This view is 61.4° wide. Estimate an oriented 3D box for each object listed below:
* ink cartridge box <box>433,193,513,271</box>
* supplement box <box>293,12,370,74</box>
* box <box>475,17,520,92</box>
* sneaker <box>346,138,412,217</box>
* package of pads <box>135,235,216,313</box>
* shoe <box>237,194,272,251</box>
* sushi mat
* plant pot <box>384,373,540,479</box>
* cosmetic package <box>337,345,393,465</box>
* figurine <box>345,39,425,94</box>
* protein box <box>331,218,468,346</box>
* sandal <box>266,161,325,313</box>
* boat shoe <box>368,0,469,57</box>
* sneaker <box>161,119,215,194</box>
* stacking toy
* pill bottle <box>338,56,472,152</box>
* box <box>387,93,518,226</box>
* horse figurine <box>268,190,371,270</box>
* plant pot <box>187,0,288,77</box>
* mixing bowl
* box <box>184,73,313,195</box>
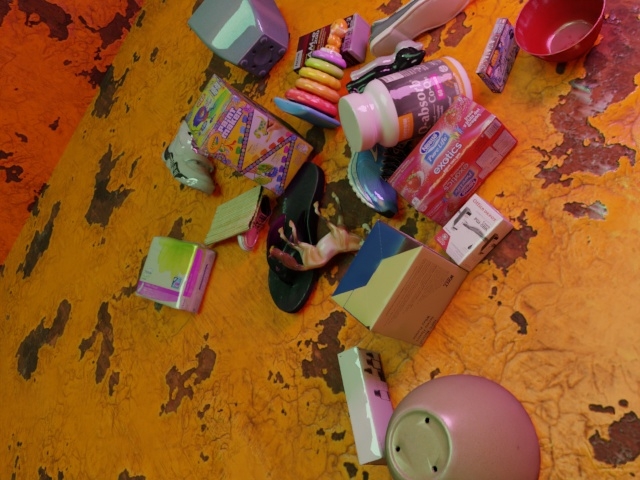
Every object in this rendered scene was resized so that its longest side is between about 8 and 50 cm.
[{"bbox_3d":[0.328,-0.018,1.164,0.135,0.056,0.099,-50,46,15],"label":"ink cartridge box"},{"bbox_3d":[0.031,-0.593,1.668,0.239,0.073,0.130,-4,70,42],"label":"supplement box"},{"bbox_3d":[0.410,-0.421,1.234,0.027,0.094,0.137,20,86,44],"label":"box"},{"bbox_3d":[0.152,-0.209,1.357,0.147,0.129,0.330,-28,55,34],"label":"sneaker"},{"bbox_3d":[-0.495,0.106,1.832,0.296,0.101,0.229,7,78,43],"label":"package of pads"},{"bbox_3d":[-0.200,-0.056,1.657,0.081,0.063,0.178,-17,57,43],"label":"shoe"},{"bbox_3d":[-0.275,-0.076,1.705,0.316,0.019,0.152,-16,52,53],"label":"sushi mat"},{"bbox_3d":[0.228,0.383,0.993,0.284,0.191,0.284,-18,62,37],"label":"plant pot"},{"bbox_3d":[0.109,0.358,1.177,0.060,0.099,0.239,-32,54,30],"label":"cosmetic package"},{"bbox_3d":[0.182,-0.450,1.420,0.209,0.092,0.215,-31,20,22],"label":"figurine"},{"bbox_3d":[0.171,0.095,1.157,0.136,0.201,0.200,37,98,45],"label":"protein box"},{"bbox_3d":[-0.090,-0.020,1.511,0.167,0.107,0.446,-11,66,39],"label":"sandal"},{"bbox_3d":[0.257,-0.614,1.442,0.319,0.116,0.099,-25,61,39],"label":"boat shoe"},{"bbox_3d":[-0.446,-0.317,1.938,0.210,0.137,0.366,-59,42,10],"label":"sneaker"},{"bbox_3d":[0.009,-0.488,1.551,0.175,0.165,0.302,29,102,44],"label":"stacking toy"},{"bbox_3d":[0.194,-0.310,1.251,0.278,0.162,0.162,-21,50,-10],"label":"pill bottle"},{"bbox_3d":[0.294,-0.176,1.211,0.257,0.128,0.123,-51,47,14],"label":"box"},{"bbox_3d":[0.000,0.000,1.390,0.263,0.066,0.174,-34,90,7],"label":"horse figurine"},{"bbox_3d":[-0.255,-0.718,1.872,0.248,0.247,0.252,-42,66,22],"label":"plant pot"},{"bbox_3d":[0.517,-0.449,1.145,0.181,0.098,0.182,-18,61,35],"label":"mixing bowl"},{"bbox_3d":[-0.218,-0.316,1.593,0.177,0.279,0.290,-54,32,11],"label":"box"}]
